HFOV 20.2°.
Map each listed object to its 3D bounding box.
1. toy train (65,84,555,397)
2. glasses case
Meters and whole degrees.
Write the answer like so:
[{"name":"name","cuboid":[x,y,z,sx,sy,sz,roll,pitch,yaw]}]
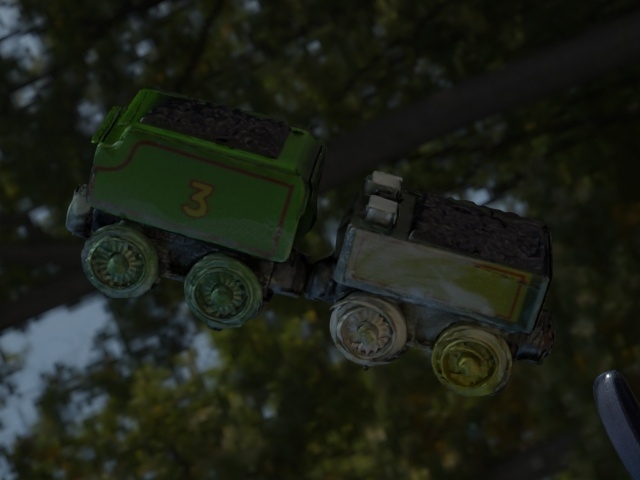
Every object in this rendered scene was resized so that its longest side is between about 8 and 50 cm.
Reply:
[{"name":"toy train","cuboid":[0.000,0.000,0.715,0.060,0.202,0.081,-75,0,-64]},{"name":"glasses case","cuboid":[0.185,0.117,1.074,0.033,0.023,0.083,92,153,-69]}]
